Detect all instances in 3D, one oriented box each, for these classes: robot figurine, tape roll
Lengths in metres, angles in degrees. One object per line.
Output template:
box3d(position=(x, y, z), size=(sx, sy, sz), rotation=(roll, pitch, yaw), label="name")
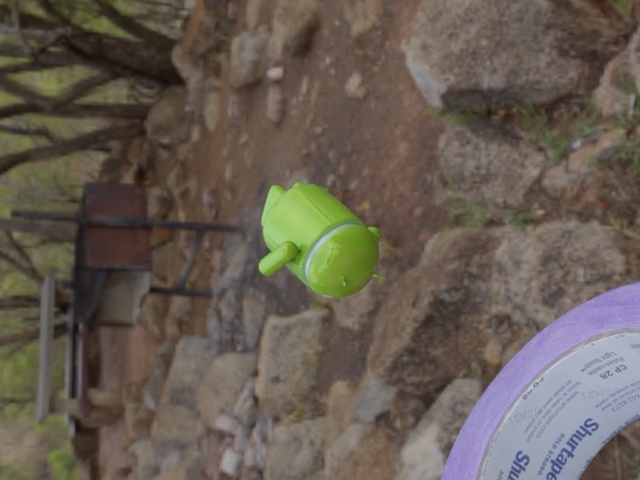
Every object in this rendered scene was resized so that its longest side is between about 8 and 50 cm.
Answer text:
box3d(position=(0.000, 0.000, 0.774), size=(0.115, 0.101, 0.067), rotation=(42, 126, 36), label="robot figurine")
box3d(position=(0.202, 0.161, 0.665), size=(0.275, 0.090, 0.275), rotation=(-45, 18, 19), label="tape roll")
